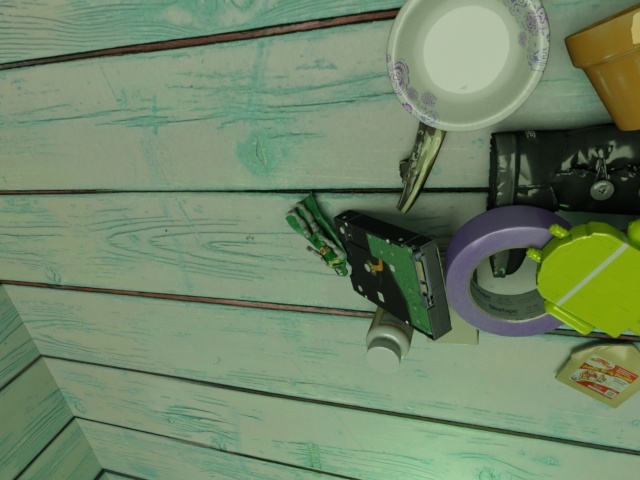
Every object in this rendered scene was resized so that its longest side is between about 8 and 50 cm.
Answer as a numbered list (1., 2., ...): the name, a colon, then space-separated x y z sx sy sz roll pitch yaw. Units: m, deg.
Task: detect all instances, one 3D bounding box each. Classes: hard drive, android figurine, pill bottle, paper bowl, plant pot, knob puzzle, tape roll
1. hard drive: 0.165 0.068 1.105 0.339 0.064 0.237 27 139 59
2. android figurine: 0.506 0.068 0.813 0.273 0.056 0.248 30 128 4
3. pill bottle: 0.188 0.251 1.232 0.118 0.208 0.117 9 121 16
4. paper bowl: 0.278 -0.364 0.879 0.284 0.148 0.284 9 121 15
5. plant pot: 0.547 -0.296 0.766 0.205 0.205 0.188 -18 104 29
6. knob puzzle: 0.735 0.327 1.174 0.213 0.030 0.213 10 122 17
7. tape roll: 0.398 0.068 0.941 0.275 0.090 0.274 7 123 10

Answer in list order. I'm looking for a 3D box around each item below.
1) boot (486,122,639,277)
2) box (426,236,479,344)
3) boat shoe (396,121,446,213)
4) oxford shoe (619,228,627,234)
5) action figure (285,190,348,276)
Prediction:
1. boot: 0.588 -0.072 0.949 0.445 0.146 0.367 -3 128 12
2. box: 0.324 0.123 1.143 0.127 0.148 0.232 -2 117 21
3. boat shoe: 0.218 -0.170 1.061 0.073 0.080 0.223 27 119 12
4. oxford shoe: 0.614 0.122 0.976 0.123 0.130 0.348 -12 144 15
5. action figure: 0.000 0.000 1.222 0.232 0.063 0.137 52 137 5
